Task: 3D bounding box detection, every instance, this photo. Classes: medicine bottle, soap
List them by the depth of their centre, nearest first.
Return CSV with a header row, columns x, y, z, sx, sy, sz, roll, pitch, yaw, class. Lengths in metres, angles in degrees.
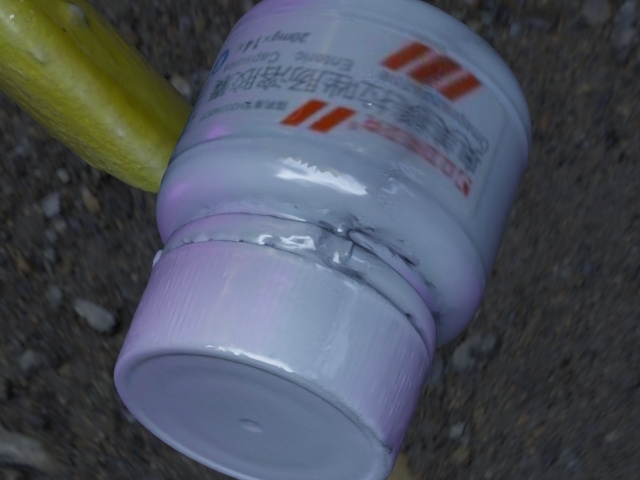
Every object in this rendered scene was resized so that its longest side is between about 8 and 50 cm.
x,y,z,sx,sy,sz,roll,pitch,yaw,class
0.000,0.000,1.363,0.256,0.256,0.324,20,60,5,medicine bottle
-0.259,-0.187,1.643,0.115,0.306,0.427,-44,113,3,soap
